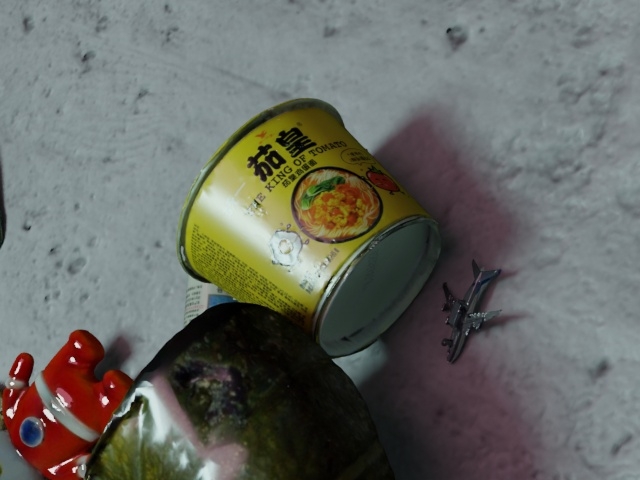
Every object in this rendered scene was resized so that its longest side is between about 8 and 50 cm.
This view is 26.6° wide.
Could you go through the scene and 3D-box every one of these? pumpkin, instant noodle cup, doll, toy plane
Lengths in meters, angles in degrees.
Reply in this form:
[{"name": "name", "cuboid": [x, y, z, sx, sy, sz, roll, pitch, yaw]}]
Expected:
[{"name": "pumpkin", "cuboid": [-0.061, 0.227, 0.964, 0.232, 0.242, 0.325, 34, 118, 26]}, {"name": "instant noodle cup", "cuboid": [0.000, 0.000, 1.077, 0.144, 0.182, 0.182, 40, 98, 28]}, {"name": "doll", "cuboid": [-0.274, 0.196, 1.259, 0.245, 0.076, 0.142, -45, 68, 8]}, {"name": "toy plane", "cuboid": [0.114, 0.056, 1.058, 0.078, 0.024, 0.084, 27, 90, 58]}]

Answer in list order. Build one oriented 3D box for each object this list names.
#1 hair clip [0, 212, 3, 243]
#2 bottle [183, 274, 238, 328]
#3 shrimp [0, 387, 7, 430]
[{"name": "hair clip", "cuboid": [-0.385, -0.077, 1.470, 0.066, 0.036, 0.229, -26, 59, 19]}, {"name": "bottle", "cuboid": [-0.096, 0.122, 1.166, 0.060, 0.060, 0.217, -9, 68, 34]}, {"name": "shrimp", "cuboid": [-0.370, 0.217, 1.344, 0.099, 0.041, 0.180, 41, 99, 40]}]
